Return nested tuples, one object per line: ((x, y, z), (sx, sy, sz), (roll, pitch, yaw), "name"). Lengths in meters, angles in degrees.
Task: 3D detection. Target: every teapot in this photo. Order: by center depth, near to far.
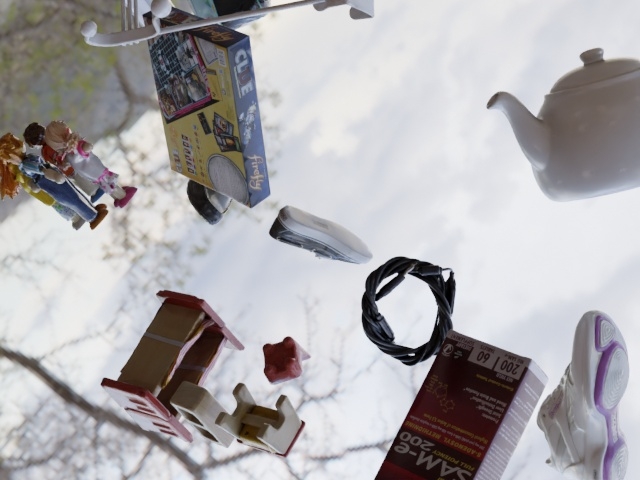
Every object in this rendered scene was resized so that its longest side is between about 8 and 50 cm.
((0.394, -0.169, 1.636), (0.252, 0.187, 0.256), (-12, -174, 32), "teapot")

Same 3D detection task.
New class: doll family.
((-0.356, -0.083, 1.587), (0.118, 0.163, 0.263), (-52, -160, -12), "doll family")

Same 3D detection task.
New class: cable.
((0.138, 0.118, 1.934), (0.047, 0.150, 0.185), (-104, -161, -68), "cable")

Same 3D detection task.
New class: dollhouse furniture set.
((-0.149, 0.226, 1.947), (0.374, 0.152, 0.201), (11, -122, 37), "dollhouse furniture set")

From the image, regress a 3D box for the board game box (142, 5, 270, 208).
((-0.150, -0.177, 1.611), (0.165, 0.243, 0.042), (26, -133, 35), "board game box")

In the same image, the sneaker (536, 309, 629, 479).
((0.391, 0.246, 1.861), (0.152, 0.305, 0.114), (16, -151, 41), "sneaker")

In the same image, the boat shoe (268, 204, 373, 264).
((0.000, 0.000, 1.472), (0.040, 0.142, 0.049), (-50, -147, 24), "boat shoe")

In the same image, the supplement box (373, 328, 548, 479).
((0.175, 0.247, 1.537), (0.130, 0.073, 0.239), (18, -106, 37), "supplement box")

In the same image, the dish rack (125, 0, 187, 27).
((-0.304, -0.432, 1.830), (0.072, 0.333, 0.286), (-35, -123, 1), "dish rack")

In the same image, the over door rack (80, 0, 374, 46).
((-0.114, -0.346, 1.290), (0.324, 0.240, 0.108), (-4, 172, 16), "over door rack")

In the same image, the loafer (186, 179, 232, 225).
((-0.172, -0.099, 2.007), (0.078, 0.076, 0.223), (-35, -156, 15), "loafer")

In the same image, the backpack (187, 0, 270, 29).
((-0.152, -0.429, 1.979), (0.144, 0.166, 0.188), (-20, -164, 16), "backpack")
